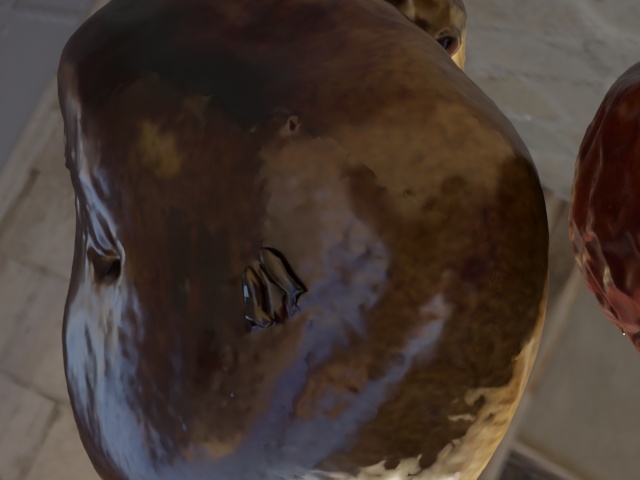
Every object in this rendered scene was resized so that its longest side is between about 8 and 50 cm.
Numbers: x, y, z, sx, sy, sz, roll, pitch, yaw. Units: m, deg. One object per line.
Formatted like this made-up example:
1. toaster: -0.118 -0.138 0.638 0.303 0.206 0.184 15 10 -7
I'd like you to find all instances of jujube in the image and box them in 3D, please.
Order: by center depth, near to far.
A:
1. jujube: 0.210 -0.008 0.648 0.183 0.183 0.243 25 162 7

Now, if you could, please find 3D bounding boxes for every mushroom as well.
1. mushroom: 0.000 0.000 0.723 0.260 0.345 0.345 -7 -167 -37
